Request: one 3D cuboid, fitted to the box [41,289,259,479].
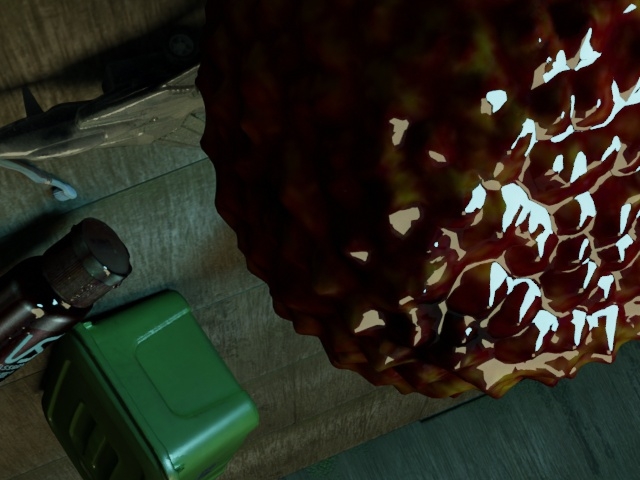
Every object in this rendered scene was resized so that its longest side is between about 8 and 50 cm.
[{"bbox_3d":[-0.220,0.219,2.027,0.177,0.253,0.329,-31,168,-27],"label":"box"}]

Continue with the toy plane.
[{"bbox_3d":[-0.166,-0.117,1.346,0.267,0.088,0.212,-9,158,-19],"label":"toy plane"}]

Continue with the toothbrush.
[{"bbox_3d":[-0.271,-0.062,1.473,0.019,0.013,0.193,-18,165,11],"label":"toothbrush"}]

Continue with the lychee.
[{"bbox_3d":[0.119,-0.130,1.158,0.424,0.500,0.424,10,-175,-1],"label":"lychee"}]

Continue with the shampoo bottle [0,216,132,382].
[{"bbox_3d":[-0.332,0.097,1.632,0.323,0.084,0.129,-36,163,19],"label":"shampoo bottle"}]
